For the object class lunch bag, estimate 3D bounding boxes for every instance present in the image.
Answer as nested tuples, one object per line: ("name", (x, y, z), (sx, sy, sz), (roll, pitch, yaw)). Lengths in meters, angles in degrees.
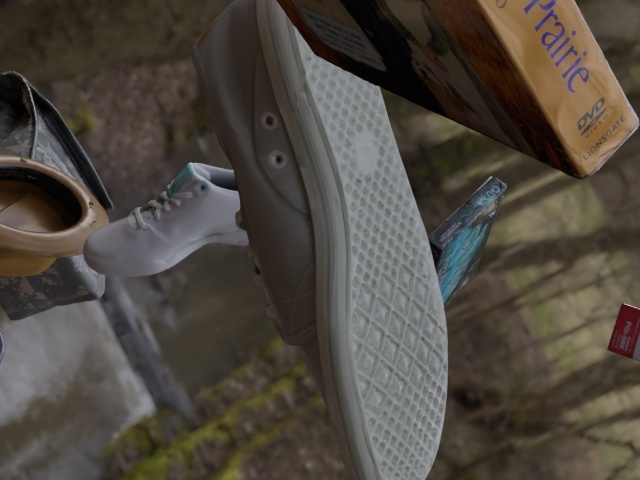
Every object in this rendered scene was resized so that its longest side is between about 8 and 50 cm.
("lunch bag", (-0.402, -0.074, 2.209), (0.287, 0.169, 0.235), (-93, 164, -46))

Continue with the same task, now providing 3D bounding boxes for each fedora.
("fedora", (-0.317, -0.016, 1.642), (0.194, 0.079, 0.194), (20, 27, -11))

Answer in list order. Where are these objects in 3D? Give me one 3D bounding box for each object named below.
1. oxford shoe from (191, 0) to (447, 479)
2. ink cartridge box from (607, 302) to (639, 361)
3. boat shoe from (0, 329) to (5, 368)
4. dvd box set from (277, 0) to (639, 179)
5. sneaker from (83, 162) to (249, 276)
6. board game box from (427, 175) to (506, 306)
("oxford shoe", (0.000, 0.000, 1.321), (0.169, 0.130, 0.449), (-21, 97, -58))
("ink cartridge box", (0.385, 0.115, 1.656), (0.135, 0.056, 0.099), (19, 2, 36))
("boat shoe", (-0.354, 0.111, 1.522), (0.301, 0.102, 0.108), (125, -55, -75))
("dvd box set", (-0.001, -0.231, 0.957), (0.307, 0.062, 0.420), (32, -14, 47))
("sneaker", (-0.136, -0.032, 1.554), (0.080, 0.212, 0.094), (-110, -173, -47))
("board game box", (0.151, 0.021, 1.818), (0.026, 0.126, 0.186), (37, -32, 17))
